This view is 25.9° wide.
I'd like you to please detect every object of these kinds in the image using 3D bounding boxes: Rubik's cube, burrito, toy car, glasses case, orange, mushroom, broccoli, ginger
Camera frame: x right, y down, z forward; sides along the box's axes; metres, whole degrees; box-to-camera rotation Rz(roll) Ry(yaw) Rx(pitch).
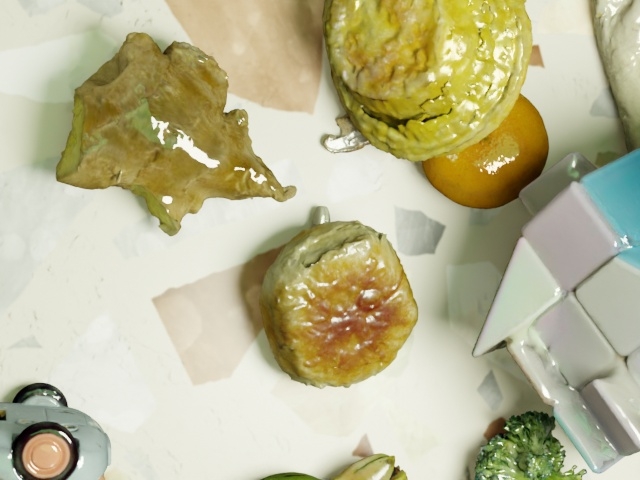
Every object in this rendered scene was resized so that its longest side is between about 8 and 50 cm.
[{"bbox_3d":[0.366,0.068,1.589,0.387,0.368,0.358,-24,73,-36],"label":"Rubik's cube"},{"bbox_3d":[0.416,-0.227,1.754,0.117,0.076,0.392,-11,94,26],"label":"burrito"},{"bbox_3d":[-0.366,0.274,1.502,0.271,0.180,0.212,3,98,-14],"label":"toy car"},{"bbox_3d":[0.000,0.000,1.672,0.021,0.032,0.083,3,89,-14],"label":"glasses case"},{"bbox_3d":[0.196,-0.114,1.683,0.156,0.124,0.156,0,83,3],"label":"orange"},{"bbox_3d":[0.048,-0.137,1.694,0.101,0.019,0.049,-34,97,-14],"label":"mushroom"},{"bbox_3d":[0.261,0.297,1.673,0.154,0.160,0.167,37,76,-40],"label":"broccoli"},{"bbox_3d":[-0.156,-0.114,1.591,0.270,0.123,0.218,19,87,-24],"label":"ginger"}]

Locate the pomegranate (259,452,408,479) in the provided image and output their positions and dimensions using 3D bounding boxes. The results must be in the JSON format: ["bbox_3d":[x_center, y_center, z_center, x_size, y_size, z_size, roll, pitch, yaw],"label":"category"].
[{"bbox_3d":[0.007,0.359,1.604,0.241,0.159,0.189,-10,92,-20],"label":"pomegranate"}]

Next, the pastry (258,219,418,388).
[{"bbox_3d":[0.018,0.076,1.627,0.182,0.093,0.192,-27,120,-9],"label":"pastry"}]

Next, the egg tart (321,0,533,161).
[{"bbox_3d":[0.101,-0.234,1.584,0.123,0.294,0.294,-8,91,-55],"label":"egg tart"}]
